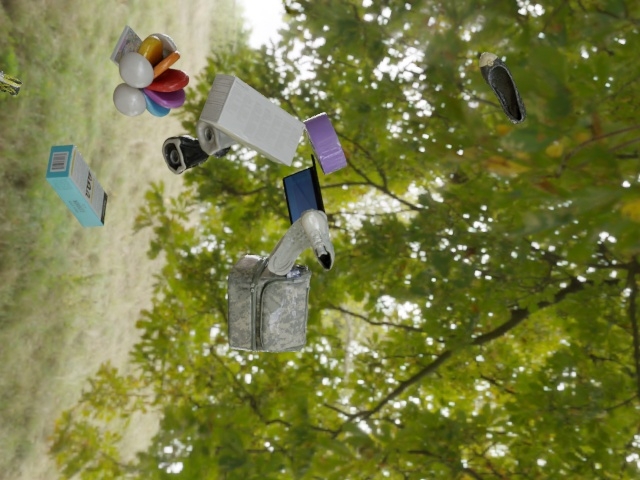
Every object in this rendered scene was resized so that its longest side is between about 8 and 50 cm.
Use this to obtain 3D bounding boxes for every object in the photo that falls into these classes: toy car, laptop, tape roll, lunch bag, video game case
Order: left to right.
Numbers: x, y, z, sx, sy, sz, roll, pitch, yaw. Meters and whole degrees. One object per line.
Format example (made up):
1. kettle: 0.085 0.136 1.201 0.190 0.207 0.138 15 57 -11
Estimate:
1. video game case: -0.429 -0.420 1.491 0.122 0.011 0.087 50 60 -71
2. toy car: -0.350 -0.341 1.403 0.182 0.136 0.159 -58 -176 44
3. lunch bag: -0.162 0.209 2.139 0.213 0.255 0.305 -67 162 -69
4. laptop: -0.061 -0.149 2.290 0.264 0.136 0.235 73 5 -83
5. tape roll: 0.013 -0.313 2.119 0.189 0.080 0.189 157 -90 -88

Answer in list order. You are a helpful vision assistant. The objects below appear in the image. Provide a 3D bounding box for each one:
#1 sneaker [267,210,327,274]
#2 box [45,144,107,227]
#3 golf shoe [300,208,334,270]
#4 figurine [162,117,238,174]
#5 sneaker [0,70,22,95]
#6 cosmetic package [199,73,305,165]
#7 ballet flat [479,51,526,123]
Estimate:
1. sneaker: -0.071 -0.008 1.883 0.235 0.090 0.095 -45 -163 20
2. box: -0.623 -0.136 1.684 0.244 0.060 0.101 84 3 -62
3. golf shoe: 0.000 0.000 1.736 0.086 0.069 0.176 -102 169 -60
4. figurine: -0.251 -0.255 1.627 0.214 0.209 0.093 -21 -87 37
5. sneaker: -0.628 -0.310 1.278 0.031 0.083 0.035 -57 171 -64
6. cosmetic package: -0.132 -0.240 1.323 0.060 0.239 0.099 20 -93 36
7. ballet flat: 0.401 -0.333 1.417 0.057 0.173 0.049 -31 -173 12
